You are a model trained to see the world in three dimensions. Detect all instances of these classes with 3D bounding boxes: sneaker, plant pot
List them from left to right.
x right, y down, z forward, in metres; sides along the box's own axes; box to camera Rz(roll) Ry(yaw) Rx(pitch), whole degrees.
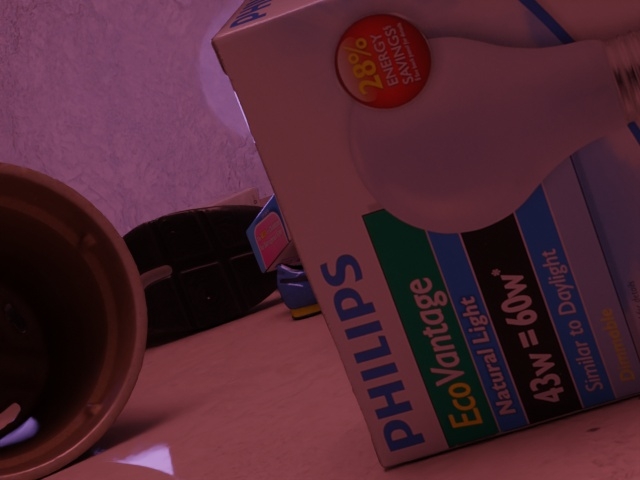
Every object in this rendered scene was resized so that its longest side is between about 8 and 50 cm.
[{"bbox_3d":[-0.382,0.109,1.732,0.333,0.334,0.305,-22,-4,-20],"label":"plant pot"},{"bbox_3d":[-0.246,0.050,2.278,0.447,0.169,0.257,-21,8,5],"label":"sneaker"},{"bbox_3d":[0.047,0.029,1.991,0.209,0.082,0.069,-18,5,-1],"label":"sneaker"}]

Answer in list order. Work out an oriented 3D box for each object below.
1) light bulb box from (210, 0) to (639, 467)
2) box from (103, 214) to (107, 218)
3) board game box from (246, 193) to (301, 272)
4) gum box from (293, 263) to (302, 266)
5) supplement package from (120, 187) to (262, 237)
[{"bbox_3d":[0.158,-0.071,1.195,0.361,0.358,0.225,-19,15,12],"label":"light bulb box"},{"bbox_3d":[-0.389,0.069,2.481,0.119,0.182,0.181,-24,8,-32],"label":"box"},{"bbox_3d":[0.068,-0.074,1.982,0.242,0.064,0.316,-15,-18,-28],"label":"board game box"},{"bbox_3d":[0.000,0.000,2.325,0.184,0.041,0.157,-39,13,-18],"label":"gum box"},{"bbox_3d":[-0.210,0.021,2.559,0.244,0.134,0.139,-25,9,-42],"label":"supplement package"}]
